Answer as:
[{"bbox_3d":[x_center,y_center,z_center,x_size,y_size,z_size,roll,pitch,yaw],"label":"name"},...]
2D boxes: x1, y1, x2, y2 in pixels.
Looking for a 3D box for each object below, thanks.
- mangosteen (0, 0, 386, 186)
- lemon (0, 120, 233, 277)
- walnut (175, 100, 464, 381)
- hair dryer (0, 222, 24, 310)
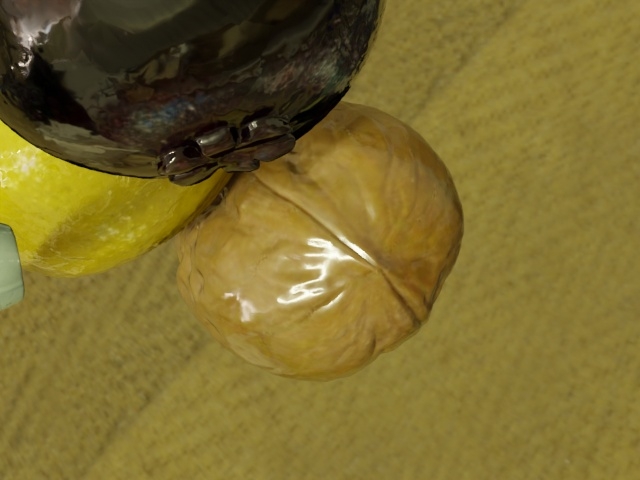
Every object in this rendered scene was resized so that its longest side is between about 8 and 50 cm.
[{"bbox_3d":[-0.141,-0.263,1.038,0.382,0.382,0.435,-16,77,-19],"label":"mangosteen"},{"bbox_3d":[-0.276,-0.116,1.369,0.364,0.364,0.364,-4,100,-21],"label":"lemon"},{"bbox_3d":[0.000,0.000,1.521,0.308,0.398,0.354,33,92,-21],"label":"walnut"},{"bbox_3d":[-0.362,0.056,0.975,0.206,0.237,0.075,-8,74,-31],"label":"hair dryer"}]
